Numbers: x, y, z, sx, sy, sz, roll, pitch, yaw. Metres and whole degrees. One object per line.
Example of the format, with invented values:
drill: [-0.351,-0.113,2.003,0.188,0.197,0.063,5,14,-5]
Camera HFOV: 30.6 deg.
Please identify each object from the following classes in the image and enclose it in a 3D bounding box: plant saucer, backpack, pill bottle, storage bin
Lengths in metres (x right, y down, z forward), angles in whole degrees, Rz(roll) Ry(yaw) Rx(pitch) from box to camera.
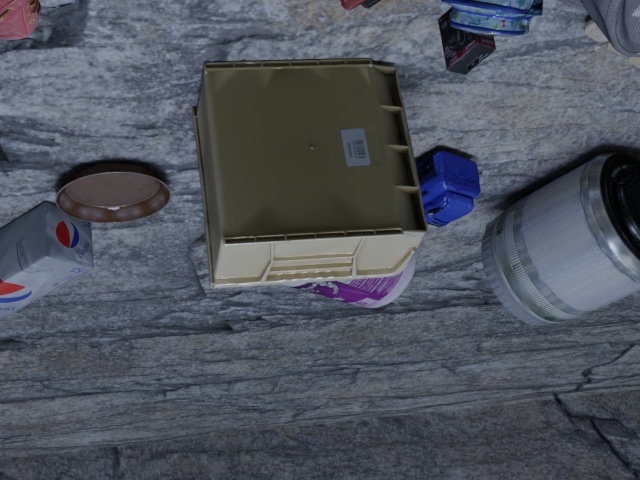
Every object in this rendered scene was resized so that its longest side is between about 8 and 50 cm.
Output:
plant saucer: [-0.305,-0.073,1.729,0.169,0.029,0.168,-6,156,-3]
backpack: [0.171,-0.072,1.796,0.098,0.101,0.120,21,148,-37]
pill bottle: [0.000,0.000,1.816,0.169,0.169,0.302,-26,151,35]
storage bin: [-0.019,-0.090,1.490,0.261,0.262,0.123,-3,154,-11]
backpack: [0.188,-0.269,1.294,0.105,0.084,0.114,16,-167,28]

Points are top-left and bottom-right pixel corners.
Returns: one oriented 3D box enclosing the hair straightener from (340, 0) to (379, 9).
hair straightener: [0.123,-0.326,1.288,0.230,0.047,0.089,-31,174,33]

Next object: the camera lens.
camera lens: [0.425,0.001,1.890,0.219,0.219,0.274,11,150,-38]

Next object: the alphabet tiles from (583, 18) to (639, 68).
alphabet tiles: [0.484,-0.304,1.459,0.278,0.021,0.284,-26,150,37]

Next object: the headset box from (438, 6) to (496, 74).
headset box: [0.177,-0.246,1.416,0.032,0.083,0.062,7,151,-30]

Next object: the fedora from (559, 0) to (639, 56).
fedora: [0.368,-0.293,1.283,0.244,0.124,0.275,6,150,-12]

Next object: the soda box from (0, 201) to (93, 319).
soda box: [-0.481,0.042,1.850,0.286,0.098,0.091,-25,151,36]

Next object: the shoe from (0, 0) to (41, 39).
shoe: [-0.321,-0.267,1.241,0.178,0.063,0.081,-20,156,37]
